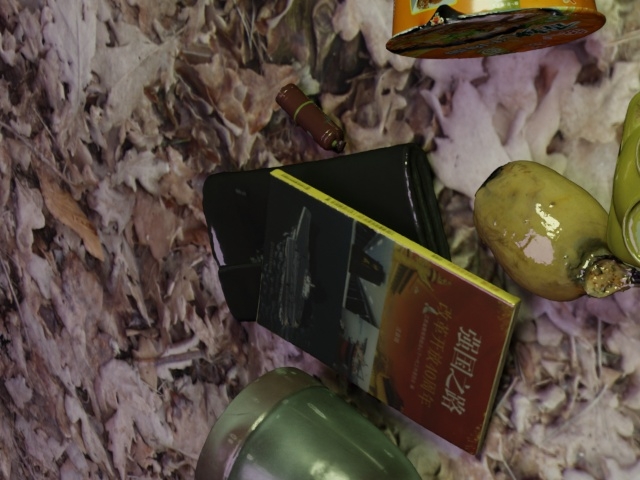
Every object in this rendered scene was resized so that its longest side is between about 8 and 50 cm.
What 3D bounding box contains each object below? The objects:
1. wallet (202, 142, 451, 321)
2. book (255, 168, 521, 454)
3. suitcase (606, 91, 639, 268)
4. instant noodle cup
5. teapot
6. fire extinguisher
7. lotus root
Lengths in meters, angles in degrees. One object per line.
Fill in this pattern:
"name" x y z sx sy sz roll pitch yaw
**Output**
"wallet" -0.001 0.000 1.624 0.406 0.062 0.228 -5 99 46
"book" 0.071 0.091 1.534 0.374 0.028 0.262 30 132 26
"suitcase" 0.392 -0.046 1.145 0.235 0.143 0.193 22 118 41
"instant noodle cup" 0.176 -0.300 1.250 0.230 0.230 0.182 -5 88 47
"teapot" 0.021 0.370 1.630 0.312 0.233 0.315 32 153 29
"fire extinguisher" -0.008 -0.157 1.601 0.132 0.039 0.056 46 164 25
"lotus root" 0.257 -0.002 1.323 0.221 0.118 0.125 46 148 30
